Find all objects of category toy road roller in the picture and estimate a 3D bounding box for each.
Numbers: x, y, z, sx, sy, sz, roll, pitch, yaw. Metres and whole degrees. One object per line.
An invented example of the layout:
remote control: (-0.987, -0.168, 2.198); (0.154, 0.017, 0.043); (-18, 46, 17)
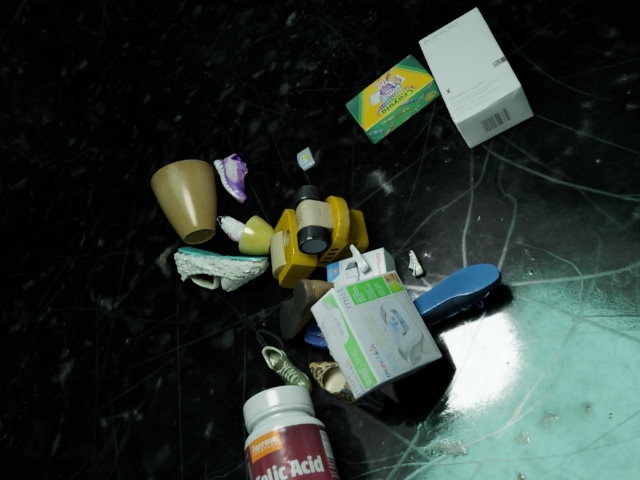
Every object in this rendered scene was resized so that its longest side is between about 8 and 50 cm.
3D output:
toy road roller: (0.000, 0.000, 1.901); (0.329, 0.240, 0.203); (127, 143, -48)

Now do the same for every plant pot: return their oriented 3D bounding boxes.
plant pot: (-0.471, -0.124, 2.234); (0.237, 0.237, 0.254); (-28, 68, 16)
plant pot: (-0.198, -0.003, 2.050); (0.095, 0.134, 0.134); (23, 77, 16)

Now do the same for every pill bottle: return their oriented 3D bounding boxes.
pill bottle: (-0.070, 0.590, 1.563); (0.224, 0.224, 0.392); (-30, 53, 15)

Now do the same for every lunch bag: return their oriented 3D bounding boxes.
lunch bag: (0.001, 0.279, 1.796); (0.098, 0.065, 0.067); (6, 68, 34)

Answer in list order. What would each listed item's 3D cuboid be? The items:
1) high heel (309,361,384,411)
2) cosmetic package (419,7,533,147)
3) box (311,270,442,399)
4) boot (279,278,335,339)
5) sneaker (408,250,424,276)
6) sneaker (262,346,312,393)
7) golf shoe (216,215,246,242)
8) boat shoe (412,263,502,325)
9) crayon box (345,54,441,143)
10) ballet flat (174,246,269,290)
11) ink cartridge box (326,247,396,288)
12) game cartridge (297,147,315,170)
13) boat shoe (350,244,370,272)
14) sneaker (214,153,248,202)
high heel: (0.034, 0.369, 1.646); (0.261, 0.186, 0.093); (22, 79, 38)
cosmetic package: (0.471, -0.503, 1.882); (0.217, 0.156, 0.385); (-28, 54, 18)
box: (0.140, 0.237, 1.571); (0.127, 0.231, 0.262); (-48, 62, 46)
boot: (-0.041, 0.208, 1.789); (0.305, 0.115, 0.112); (-55, 46, 52)
sneaker: (0.268, 0.066, 1.770); (0.037, 0.032, 0.083); (-30, 52, 14)
sneaker: (-0.107, 0.380, 1.793); (0.064, 0.086, 0.192); (-48, 50, 0)
golf shoe: (-0.307, -0.042, 2.118); (0.068, 0.086, 0.186); (-61, 29, -4)
boat shoe: (0.366, 0.144, 1.636); (0.258, 0.089, 0.109); (-26, 40, 24)
crayon box: (0.242, -0.474, 2.055); (0.278, 0.081, 0.165); (-36, 51, 9)
ballet flat: (-0.334, 0.103, 2.084); (0.408, 0.147, 0.147); (6, 68, 37)
ink cartridge box: (0.122, 0.120, 1.800); (0.190, 0.082, 0.140); (-20, 56, 23)
game cartridge: (-0.053, -0.289, 2.179); (0.056, 0.017, 0.083); (-34, 51, 17)
boat shoe: (0.106, 0.054, 1.773); (0.035, 0.035, 0.100); (-37, 56, 5)
sneaker: (-0.313, -0.240, 2.269); (0.104, 0.095, 0.236); (-32, 51, 3)
